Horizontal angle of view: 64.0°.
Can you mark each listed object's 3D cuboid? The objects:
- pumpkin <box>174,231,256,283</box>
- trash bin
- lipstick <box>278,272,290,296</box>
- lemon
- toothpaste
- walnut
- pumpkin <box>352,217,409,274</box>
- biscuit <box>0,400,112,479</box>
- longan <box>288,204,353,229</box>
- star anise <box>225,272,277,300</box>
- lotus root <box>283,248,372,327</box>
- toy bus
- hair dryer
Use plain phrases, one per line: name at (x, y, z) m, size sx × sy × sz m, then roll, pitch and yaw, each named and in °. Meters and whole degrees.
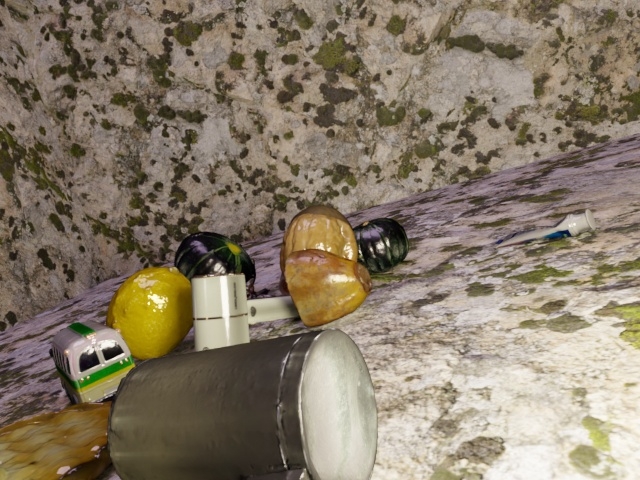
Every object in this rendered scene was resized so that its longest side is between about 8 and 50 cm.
pumpkin at (-0.384, 0.115, 1.784) m, size 0.295 × 0.296 × 0.296 m, roll -17°, pitch 9°, yaw 3°
trash bin at (-0.102, 0.236, 0.667) m, size 0.301 × 0.203 × 0.252 m, roll -13°, pitch 28°, yaw 26°
lipstick at (-0.101, 0.126, 1.755) m, size 0.070 × 0.070 × 0.254 m, roll -17°, pitch 9°, yaw 2°
lemon at (-0.464, 0.201, 1.409) m, size 0.288 × 0.233 × 0.233 m, roll -56°, pitch 7°, yaw 5°
toothpaste at (0.614, -0.023, 1.421) m, size 0.266 × 0.061 × 0.096 m, roll -18°, pitch 7°, yaw 43°
walnut at (-0.006, 0.049, 1.505) m, size 0.257 × 0.257 × 0.224 m, roll -14°, pitch -10°, yaw 18°
pumpkin at (0.172, 0.017, 1.628) m, size 0.220 × 0.162 × 0.220 m, roll -21°, pitch 5°, yaw 2°
biscuit at (-0.485, 0.386, 0.892) m, size 0.329 × 0.078 × 0.335 m, roll -14°, pitch 9°, yaw 4°
longan at (0.000, 0.000, 1.796) m, size 0.258 × 0.258 × 0.258 m, roll -17°, pitch 9°, yaw 3°
star anise at (-0.265, 0.195, 1.523) m, size 0.282 × 0.129 × 0.212 m, roll -19°, pitch 25°, yaw 10°
lotus root at (0.028, 0.097, 1.277) m, size 0.180 × 0.199 × 0.188 m, roll -18°, pitch 14°, yaw 24°
toy bus at (-0.555, 0.291, 1.237) m, size 0.143 × 0.179 × 0.305 m, roll -23°, pitch 11°, yaw -33°
hair dryer at (-0.156, 0.179, 1.282) m, size 0.128 × 0.203 × 0.362 m, roll -10°, pitch -7°, yaw 40°
